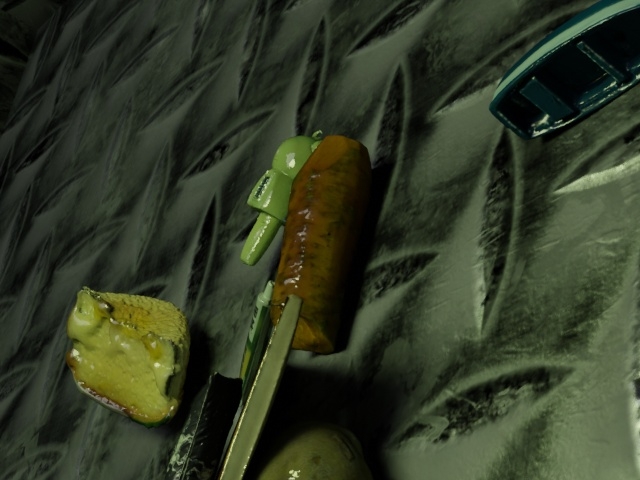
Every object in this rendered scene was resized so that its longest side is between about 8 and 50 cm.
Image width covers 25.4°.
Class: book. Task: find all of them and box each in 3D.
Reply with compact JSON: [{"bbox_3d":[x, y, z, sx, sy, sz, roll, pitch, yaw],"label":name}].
[{"bbox_3d":[-0.089,0.231,1.746,0.389,0.032,0.268,112,178,-72],"label":"book"}]

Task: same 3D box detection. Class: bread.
[{"bbox_3d":[-0.273,0.173,2.199,0.252,0.133,0.174,20,113,36],"label":"bread"}]

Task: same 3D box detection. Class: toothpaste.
[{"bbox_3d":[-0.088,0.140,1.955,0.049,0.032,0.204,-94,17,-57],"label":"toothpaste"}]

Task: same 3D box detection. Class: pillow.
[{"bbox_3d":[-0.139,0.251,1.611,0.141,0.055,0.208,46,-118,-80],"label":"pillow"}]

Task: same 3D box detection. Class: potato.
[{"bbox_3d":[-0.017,0.299,1.604,0.178,0.160,0.235,-21,31,19],"label":"potato"}]

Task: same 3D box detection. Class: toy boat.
[{"bbox_3d":[0.314,-0.214,1.575,0.299,0.096,0.061,-33,29,41],"label":"toy boat"}]

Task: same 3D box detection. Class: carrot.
[{"bbox_3d":[0.000,0.000,1.907,0.114,0.114,0.301,-25,44,50],"label":"carrot"}]

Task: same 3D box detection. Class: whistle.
[{"bbox_3d":[-0.053,-0.063,2.091,0.227,0.085,0.105,-63,26,-5],"label":"whistle"}]
